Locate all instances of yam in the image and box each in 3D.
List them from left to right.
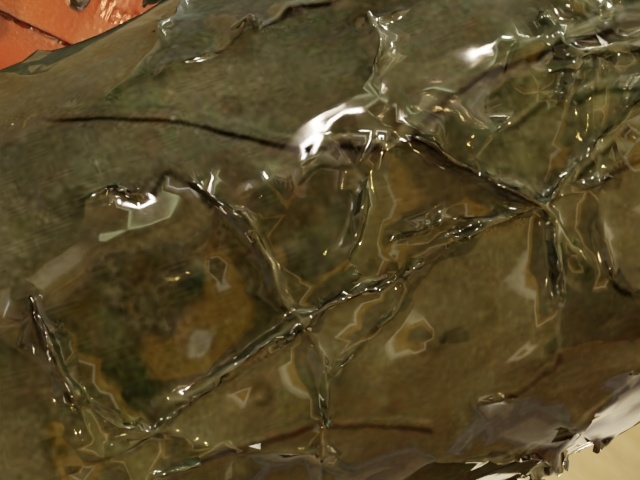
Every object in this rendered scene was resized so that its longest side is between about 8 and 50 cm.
[{"bbox_3d":[0.000,0.000,0.417,0.348,0.241,0.241,-24,155,-12],"label":"yam"}]

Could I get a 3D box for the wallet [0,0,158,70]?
[{"bbox_3d":[-0.160,-0.141,0.647,0.204,0.045,0.142,18,91,-59],"label":"wallet"}]
